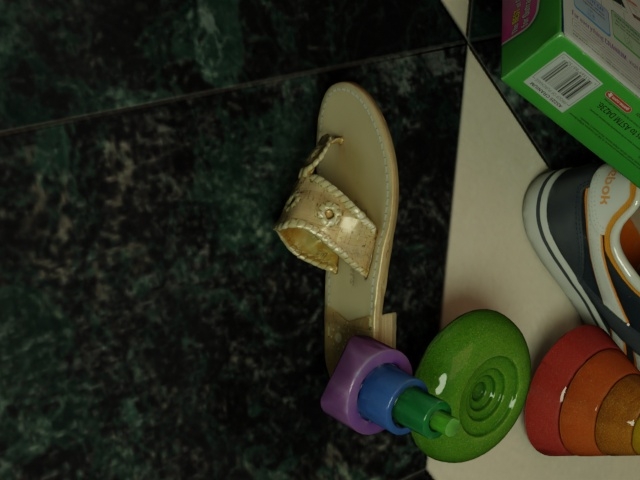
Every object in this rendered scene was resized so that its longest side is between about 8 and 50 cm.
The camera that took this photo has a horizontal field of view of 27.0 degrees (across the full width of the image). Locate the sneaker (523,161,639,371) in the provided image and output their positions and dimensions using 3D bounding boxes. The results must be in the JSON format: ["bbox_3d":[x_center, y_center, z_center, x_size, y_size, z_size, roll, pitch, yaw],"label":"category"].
[{"bbox_3d":[0.316,0.062,1.195,0.321,0.127,0.126,48,57,-23],"label":"sneaker"}]

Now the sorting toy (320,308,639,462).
[{"bbox_3d":[0.169,0.133,1.031,0.365,0.126,0.127,9,100,-44],"label":"sorting toy"}]

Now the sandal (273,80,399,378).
[{"bbox_3d":[0.004,0.000,0.994,0.079,0.088,0.240,-5,92,-40],"label":"sandal"}]

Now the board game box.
[{"bbox_3d":[0.261,-0.191,1.144,0.242,0.064,0.317,34,41,-24],"label":"board game box"}]
